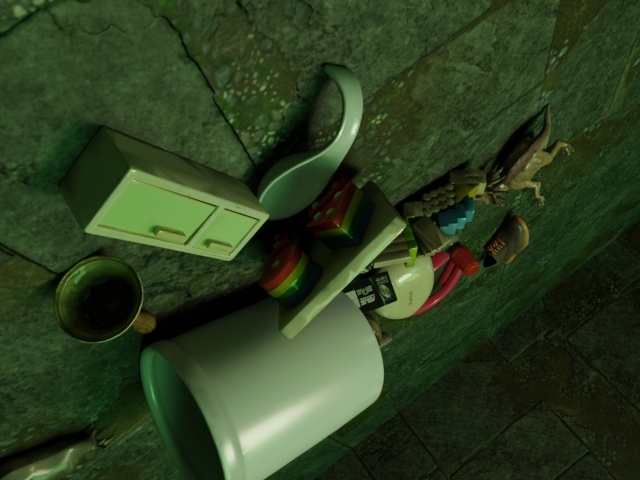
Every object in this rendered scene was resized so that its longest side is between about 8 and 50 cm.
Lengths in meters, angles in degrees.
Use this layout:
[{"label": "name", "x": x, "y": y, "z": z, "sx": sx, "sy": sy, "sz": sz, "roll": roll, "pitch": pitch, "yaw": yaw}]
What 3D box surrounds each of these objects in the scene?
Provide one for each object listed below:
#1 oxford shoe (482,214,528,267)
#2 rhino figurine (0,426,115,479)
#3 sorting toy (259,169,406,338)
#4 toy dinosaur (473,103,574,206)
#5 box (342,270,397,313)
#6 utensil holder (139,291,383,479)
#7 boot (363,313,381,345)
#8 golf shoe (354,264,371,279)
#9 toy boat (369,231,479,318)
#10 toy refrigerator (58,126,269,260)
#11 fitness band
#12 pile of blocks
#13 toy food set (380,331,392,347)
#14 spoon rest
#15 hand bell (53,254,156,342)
[{"label": "oxford shoe", "x": 0.613, "y": 0.016, "z": 1.853, "sx": 0.099, "sy": 0.096, "sz": 0.271, "roll": -25, "pitch": 150, "yaw": -15}, {"label": "rhino figurine", "x": -0.526, "y": 0.443, "z": 1.110, "sx": 0.243, "sy": 0.073, "sz": 0.106, "roll": -14, "pitch": 146, "yaw": -42}, {"label": "sorting toy", "x": 0.000, "y": 0.000, "z": 0.947, "sx": 0.257, "sy": 0.089, "sz": 0.255, "roll": -45, "pitch": -164, "yaw": 11}, {"label": "toy dinosaur", "x": 0.498, "y": -0.188, "z": 1.385, "sx": 0.201, "sy": 0.127, "sz": 0.295, "roll": -6, "pitch": 133, "yaw": -36}, {"label": "box", "x": 0.064, "y": 0.144, "z": 1.314, "sx": 0.180, "sy": 0.077, "sz": 0.147, "roll": -15, "pitch": 173, "yaw": -37}, {"label": "utensil holder", "x": -0.111, "y": 0.287, "z": 1.121, "sx": 0.386, "sy": 0.327, "sz": 0.327, "roll": -20, "pitch": 147, "yaw": -35}, {"label": "boot", "x": 0.099, "y": 0.217, "z": 1.381, "sx": 0.115, "sy": 0.112, "sz": 0.305, "roll": -60, "pitch": 175, "yaw": -20}, {"label": "golf shoe", "x": 0.047, "y": 0.073, "z": 1.274, "sx": 0.086, "sy": 0.069, "sz": 0.176, "roll": -44, "pitch": 152, "yaw": 20}, {"label": "toy boat", "x": 0.259, "y": 0.079, "z": 1.484, "sx": 0.319, "sy": 0.148, "sz": 0.267, "roll": -23, "pitch": 144, "yaw": -15}, {"label": "toy refrigerator", "x": -0.196, "y": -0.049, "z": 0.760, "sx": 0.102, "sy": 0.094, "sz": 0.270, "roll": -48, "pitch": 152, "yaw": 14}, {"label": "fitness band", "x": 0.352, "y": 0.130, "z": 1.750, "sx": 0.209, "sy": 0.054, "sz": 0.290, "roll": -21, "pitch": 147, "yaw": -26}, {"label": "pile of blocks", "x": 0.253, "y": -0.028, "z": 1.283, "sx": 0.362, "sy": 0.149, "sz": 0.112, "roll": -32, "pitch": 151, "yaw": -15}, {"label": "toy food set", "x": 0.127, "y": 0.448, "z": 1.895, "sx": 0.220, "sy": 0.092, "sz": 0.306, "roll": -25, "pitch": 150, "yaw": -26}, {"label": "spoon rest", "x": -0.014, "y": -0.132, "z": 0.872, "sx": 0.137, "sy": 0.084, "sz": 0.276, "roll": -9, "pitch": 139, "yaw": -44}, {"label": "hand bell", "x": -0.309, "y": 0.116, "z": 0.891, "sx": 0.126, "sy": 0.126, "sz": 0.242, "roll": -35, "pitch": 165, "yaw": -9}]
